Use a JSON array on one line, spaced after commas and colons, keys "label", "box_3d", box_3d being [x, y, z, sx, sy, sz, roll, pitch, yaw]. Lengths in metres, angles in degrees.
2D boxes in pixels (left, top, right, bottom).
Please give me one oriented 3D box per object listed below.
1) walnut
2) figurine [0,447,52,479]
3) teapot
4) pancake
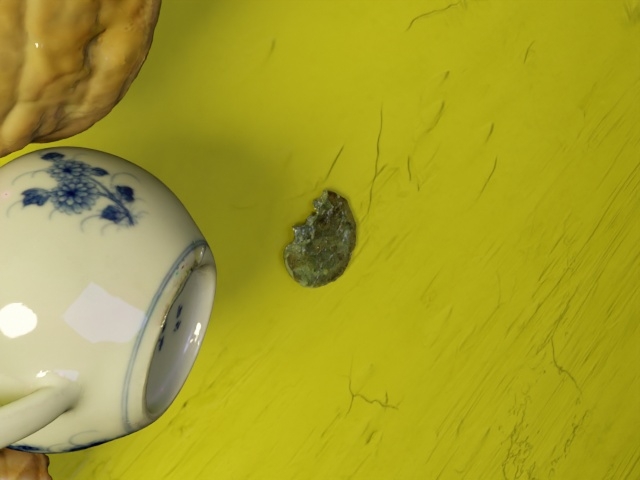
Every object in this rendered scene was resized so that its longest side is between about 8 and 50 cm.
[{"label": "walnut", "box_3d": [-0.252, -0.208, 0.647, 0.252, 0.277, 0.313, 12, 134, -17]}, {"label": "figurine", "box_3d": [-0.421, 0.185, 0.669, 0.382, 0.186, 0.261, 10, 106, -38]}, {"label": "teapot", "box_3d": [-0.242, 0.040, 0.701, 0.424, 0.280, 0.252, -59, 165, -61]}, {"label": "pancake", "box_3d": [0.004, 0.004, 1.113, 0.129, 0.023, 0.116, -50, 132, -20]}]
